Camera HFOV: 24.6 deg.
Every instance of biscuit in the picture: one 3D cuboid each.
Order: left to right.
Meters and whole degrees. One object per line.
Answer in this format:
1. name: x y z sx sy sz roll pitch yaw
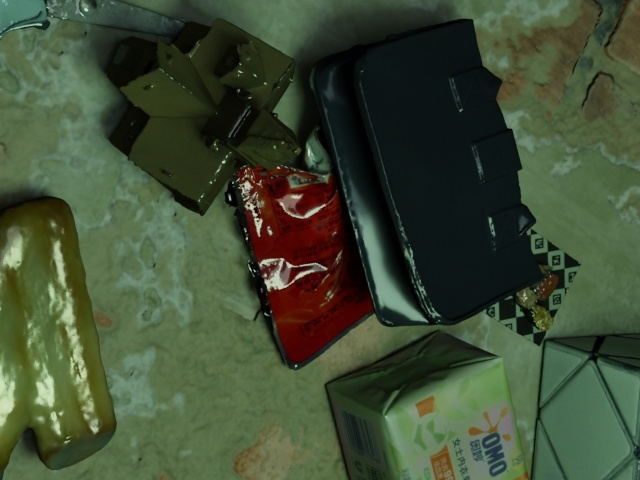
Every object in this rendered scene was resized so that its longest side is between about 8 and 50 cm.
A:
1. biscuit: -0.334 0.115 1.491 0.237 0.062 0.290 -22 110 -36

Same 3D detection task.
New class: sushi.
1. sushi: 0.274 0.058 1.859 0.120 0.026 0.126 30 83 -29

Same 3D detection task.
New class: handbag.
1. handbag: 0.133 -0.080 1.683 0.269 0.118 0.325 -20 98 -43

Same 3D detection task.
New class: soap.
1. soap: 0.132 0.238 1.746 0.182 0.138 0.199 -22 108 -26

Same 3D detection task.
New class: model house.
1. model house: -0.100 -0.126 1.477 0.176 0.248 0.181 38 81 -36

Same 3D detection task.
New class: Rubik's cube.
1. Rubik's cube: 0.413 0.238 1.866 0.205 0.207 0.205 0 100 -31

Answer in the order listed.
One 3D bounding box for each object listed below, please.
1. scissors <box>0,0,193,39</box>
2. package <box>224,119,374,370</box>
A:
1. scissors: -0.267 -0.247 1.501 0.360 0.029 0.191 10 92 -30
2. package: 0.000 0.000 1.672 0.194 0.071 0.269 -27 114 -15
